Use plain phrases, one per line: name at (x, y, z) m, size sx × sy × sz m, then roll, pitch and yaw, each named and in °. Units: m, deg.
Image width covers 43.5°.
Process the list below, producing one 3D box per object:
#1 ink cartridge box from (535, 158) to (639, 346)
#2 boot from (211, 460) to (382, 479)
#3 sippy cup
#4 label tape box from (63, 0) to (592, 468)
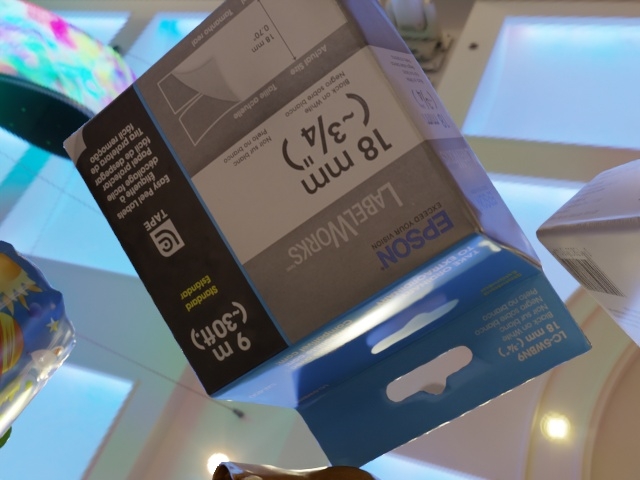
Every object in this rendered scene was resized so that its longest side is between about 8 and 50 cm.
ink cartridge box at (0.227, 0.071, 0.350) m, size 0.066 × 0.296 × 0.261 m, roll -42°, pitch -93°, yaw 3°
boot at (0.036, 0.232, 0.498) m, size 0.295 × 0.211 × 0.104 m, roll -145°, pitch -112°, yaw -69°
sippy cup at (-0.383, 0.118, 0.814) m, size 0.305 × 0.240 × 0.224 m, roll -28°, pitch -165°, yaw 51°
label tape box at (0.000, 0.000, 0.582) m, size 0.240 × 0.106 × 0.334 m, roll -34°, pitch -96°, yaw 23°
